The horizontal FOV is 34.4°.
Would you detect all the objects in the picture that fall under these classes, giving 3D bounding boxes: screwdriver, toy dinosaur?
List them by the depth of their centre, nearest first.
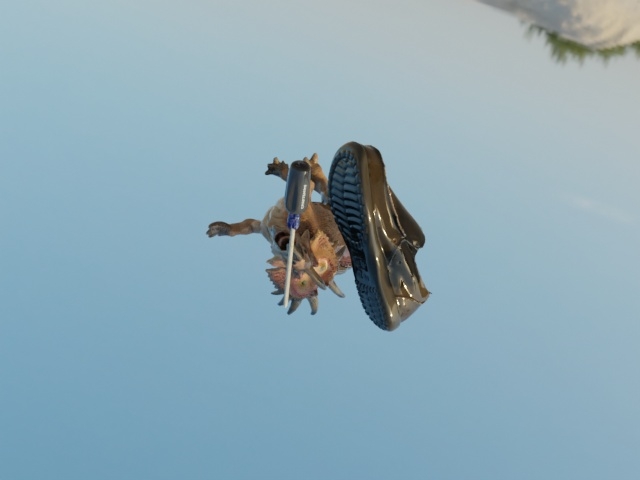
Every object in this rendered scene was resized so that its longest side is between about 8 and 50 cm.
[{"bbox_3d":[-0.028,0.000,0.972,0.024,0.169,0.025,19,-147,15],"label":"screwdriver"},{"bbox_3d":[0.000,0.000,1.305,0.296,0.127,0.200,-9,-134,-48],"label":"toy dinosaur"}]

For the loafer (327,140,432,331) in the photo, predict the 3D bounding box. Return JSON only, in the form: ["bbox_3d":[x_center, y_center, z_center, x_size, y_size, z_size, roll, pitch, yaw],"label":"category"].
[{"bbox_3d":[0.068,-0.011,1.119,0.078,0.220,0.080,-24,-152,-21],"label":"loafer"}]
